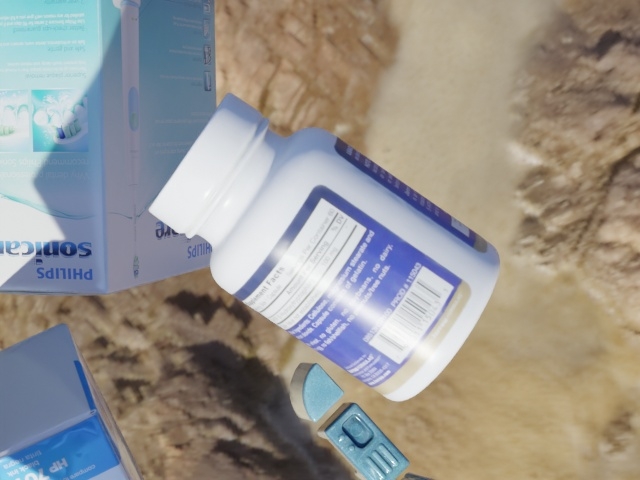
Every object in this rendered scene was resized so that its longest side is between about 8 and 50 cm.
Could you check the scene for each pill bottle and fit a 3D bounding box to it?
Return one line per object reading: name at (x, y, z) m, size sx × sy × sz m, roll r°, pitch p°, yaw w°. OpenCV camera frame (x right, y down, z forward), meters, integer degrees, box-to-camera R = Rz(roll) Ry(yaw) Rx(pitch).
pill bottle at (0.000, 0.000, 0.784) m, size 0.186 × 0.112 × 0.112 m, roll 35°, pitch 71°, yaw -7°

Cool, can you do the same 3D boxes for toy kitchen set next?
toy kitchen set at (0.095, 0.161, 1.282) m, size 0.166 × 0.122 × 0.207 m, roll -44°, pitch 97°, yaw -13°

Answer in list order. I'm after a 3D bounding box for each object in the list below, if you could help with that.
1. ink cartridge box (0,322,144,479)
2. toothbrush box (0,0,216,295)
ink cartridge box at (-0.168, 0.177, 0.954) m, size 0.082 × 0.139 × 0.191 m, roll -23°, pitch 118°, yaw -9°
toothbrush box at (-0.179, -0.114, 1.087) m, size 0.126 × 0.216 × 0.296 m, roll 0°, pitch 96°, yaw 19°
